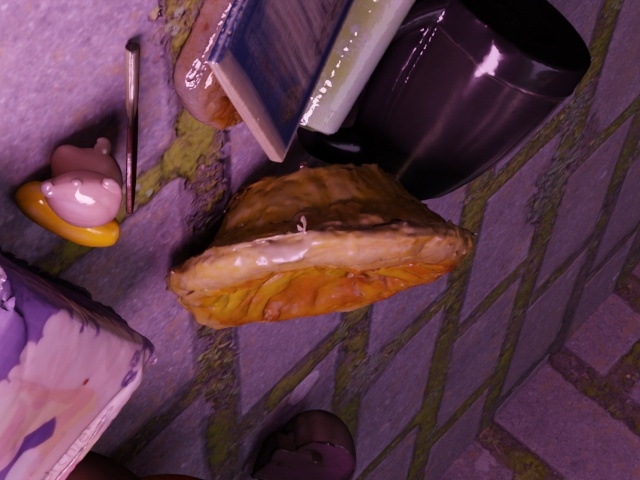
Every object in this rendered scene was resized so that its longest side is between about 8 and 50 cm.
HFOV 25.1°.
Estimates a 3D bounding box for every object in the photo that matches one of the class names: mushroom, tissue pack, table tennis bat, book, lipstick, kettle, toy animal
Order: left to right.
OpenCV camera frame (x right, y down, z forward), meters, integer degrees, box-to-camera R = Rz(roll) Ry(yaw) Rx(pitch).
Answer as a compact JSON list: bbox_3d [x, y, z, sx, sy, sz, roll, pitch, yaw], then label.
[{"bbox_3d":[-0.297,0.129,1.233,0.242,0.125,0.343,-53,161,-3],"label":"tissue pack"},{"bbox_3d":[-0.206,-0.050,1.215,0.114,0.091,0.082,111,-5,-68],"label":"toy animal"},{"bbox_3d":[-0.164,-0.096,1.240,0.087,0.013,0.156,-94,-172,-57],"label":"table tennis bat"},{"bbox_3d":[-0.021,0.326,2.203,0.188,0.141,0.117,-55,-164,37],"label":"mushroom"},{"bbox_3d":[-0.002,-0.249,1.247,0.322,0.018,0.228,-66,162,-12],"label":"book"},{"bbox_3d":[0.056,-0.243,1.435,0.304,0.076,0.076,-57,160,18],"label":"lipstick"},{"bbox_3d":[0.133,-0.150,1.597,0.271,0.207,0.251,-54,168,31],"label":"kettle"}]

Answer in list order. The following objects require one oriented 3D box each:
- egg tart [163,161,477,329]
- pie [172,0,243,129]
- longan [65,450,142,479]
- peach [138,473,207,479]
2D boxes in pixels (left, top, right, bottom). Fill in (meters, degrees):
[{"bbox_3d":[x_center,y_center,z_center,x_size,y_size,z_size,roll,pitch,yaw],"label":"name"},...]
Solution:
[{"bbox_3d":[0.001,0.000,1.550,0.341,0.132,0.341,-11,168,-2],"label":"egg tart"},{"bbox_3d":[-0.057,-0.191,1.325,0.195,0.046,0.195,-42,157,-22],"label":"pie"},{"bbox_3d":[-0.264,0.333,1.466,0.258,0.258,0.258,-43,159,-22],"label":"longan"},{"bbox_3d":[-0.214,0.482,1.753,0.353,0.339,0.416,10,124,-25],"label":"peach"}]
